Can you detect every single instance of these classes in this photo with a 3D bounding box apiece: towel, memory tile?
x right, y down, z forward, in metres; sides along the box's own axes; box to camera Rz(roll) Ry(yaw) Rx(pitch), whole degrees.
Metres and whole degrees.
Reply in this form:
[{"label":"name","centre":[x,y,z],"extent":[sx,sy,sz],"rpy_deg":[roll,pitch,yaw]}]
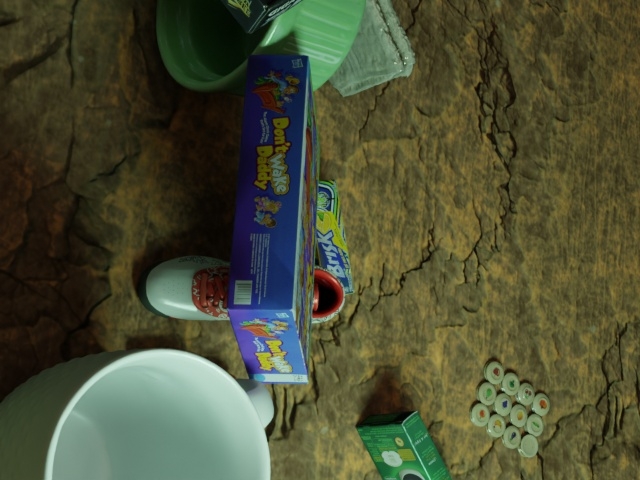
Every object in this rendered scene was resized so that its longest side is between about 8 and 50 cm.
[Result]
[{"label":"towel","centre":[0.030,-0.351,1.972],"extent":[0.049,0.187,0.282],"rpy_deg":[-28,100,-30]},{"label":"memory tile","centre":[0.302,0.269,2.170],"extent":[0.148,0.012,0.113],"rpy_deg":[35,66,-26]}]

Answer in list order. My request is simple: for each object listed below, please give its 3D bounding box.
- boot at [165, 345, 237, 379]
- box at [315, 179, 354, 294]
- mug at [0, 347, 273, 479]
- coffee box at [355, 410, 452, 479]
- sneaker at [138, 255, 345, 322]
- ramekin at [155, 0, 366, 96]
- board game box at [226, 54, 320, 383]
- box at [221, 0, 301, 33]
[{"label":"boot","centre":[-0.178,0.181,1.832],"extent":[0.158,0.059,0.084],"rpy_deg":[-2,79,-33]},{"label":"box","centre":[0.000,0.000,1.976],"extent":[0.054,0.059,0.168],"rpy_deg":[-8,87,-33]},{"label":"mug","centre":[-0.223,0.254,1.623],"extent":[0.374,0.328,0.276],"rpy_deg":[-24,97,-35]},{"label":"coffee box","centre":[0.135,0.337,1.988],"extent":[0.040,0.113,0.184],"rpy_deg":[-34,101,-36]},{"label":"sneaker","centre":[-0.098,0.065,1.847],"extent":[0.270,0.145,0.090],"rpy_deg":[9,78,-33]},{"label":"ramekin","centre":[-0.075,-0.330,1.837],"extent":[0.148,0.303,0.303],"rpy_deg":[13,76,-40]},{"label":"board game box","centre":[-0.053,-0.024,1.711],"extent":[0.078,0.233,0.347],"rpy_deg":[1,64,4]},{"label":"box","centre":[-0.064,-0.439,1.653],"extent":[0.293,0.073,0.295],"rpy_deg":[-38,88,-29]}]
